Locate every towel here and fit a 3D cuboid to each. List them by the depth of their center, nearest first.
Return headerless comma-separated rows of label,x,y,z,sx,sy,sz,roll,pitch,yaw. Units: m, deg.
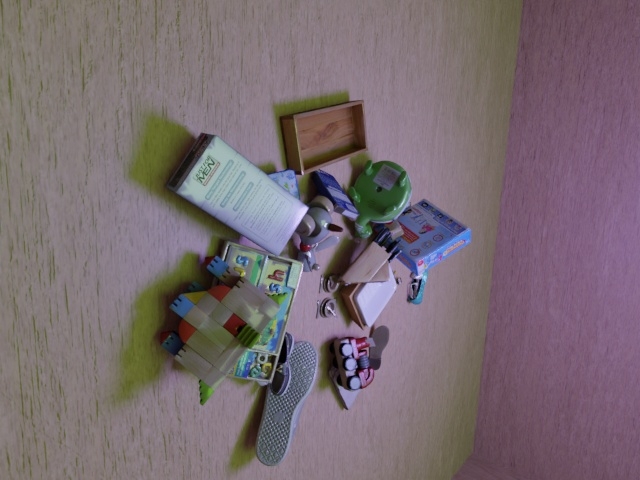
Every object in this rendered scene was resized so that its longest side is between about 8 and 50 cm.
towel,0.133,0.634,1.977,0.187,0.049,0.282,-47,131,-33

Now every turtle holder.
turtle holder,0.266,-0.166,1.814,0.227,0.243,0.320,23,71,-67

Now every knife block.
knife block,0.207,0.059,1.796,0.275,0.088,0.242,-3,79,-9

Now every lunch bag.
lunch bag,-0.140,-0.159,1.437,0.129,0.096,0.151,-24,125,-45

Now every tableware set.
tableware set,0.046,0.233,1.790,0.128,0.039,0.194,0,98,-50

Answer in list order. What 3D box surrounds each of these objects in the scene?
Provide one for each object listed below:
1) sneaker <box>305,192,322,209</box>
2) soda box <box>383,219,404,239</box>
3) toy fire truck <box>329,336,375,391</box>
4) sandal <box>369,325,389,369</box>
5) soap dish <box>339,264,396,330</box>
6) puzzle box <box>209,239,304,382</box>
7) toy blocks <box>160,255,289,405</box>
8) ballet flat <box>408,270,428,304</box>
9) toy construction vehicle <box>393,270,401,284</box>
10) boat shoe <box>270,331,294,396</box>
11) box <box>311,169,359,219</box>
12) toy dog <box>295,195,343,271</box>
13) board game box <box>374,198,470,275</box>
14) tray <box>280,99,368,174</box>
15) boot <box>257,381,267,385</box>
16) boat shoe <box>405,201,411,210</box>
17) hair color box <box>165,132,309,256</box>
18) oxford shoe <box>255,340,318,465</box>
sneaker,0.008,-0.135,1.636,0.162,0.073,0.063,-45,130,-35
soda box,0.313,-0.090,1.938,0.061,0.181,0.058,-29,133,9
toy fire truck,0.178,0.519,1.878,0.246,0.158,0.217,-11,85,-27
sandal,0.288,0.523,2.138,0.079,0.088,0.240,-45,146,-77
soap dish,0.217,0.223,1.932,0.291,0.118,0.229,-50,132,-32
puzzle box,-0.231,0.227,1.354,0.272,0.052,0.409,17,84,-22
toy blocks,-0.308,0.222,1.218,0.261,0.191,0.381,40,75,-6
ballet flat,0.534,0.230,2.349,0.087,0.083,0.247,12,87,-37
toy construction vehicle,0.373,0.215,2.190,0.086,0.035,0.098,-38,123,-26
boat shoe,-0.150,0.443,1.545,0.069,0.081,0.228,48,43,-58
box,0.047,-0.180,1.606,0.036,0.225,0.136,-45,144,23
toy dog,0.000,0.000,1.497,0.220,0.161,0.334,-55,160,-17
board game box,0.457,-0.024,1.938,0.302,0.308,0.086,-30,133,-12
tray,0.028,-0.396,1.605,0.411,0.076,0.203,-30,119,-44
boot,-0.176,0.377,1.471,0.176,0.088,0.244,-25,118,-16
boat shoe,0.399,-0.177,2.078,0.098,0.096,0.277,-47,131,-34
hair color box,-0.231,-0.125,1.247,0.374,0.113,0.185,36,83,-38
oxford shoe,-0.129,0.597,1.599,0.130,0.169,0.449,92,14,-70
